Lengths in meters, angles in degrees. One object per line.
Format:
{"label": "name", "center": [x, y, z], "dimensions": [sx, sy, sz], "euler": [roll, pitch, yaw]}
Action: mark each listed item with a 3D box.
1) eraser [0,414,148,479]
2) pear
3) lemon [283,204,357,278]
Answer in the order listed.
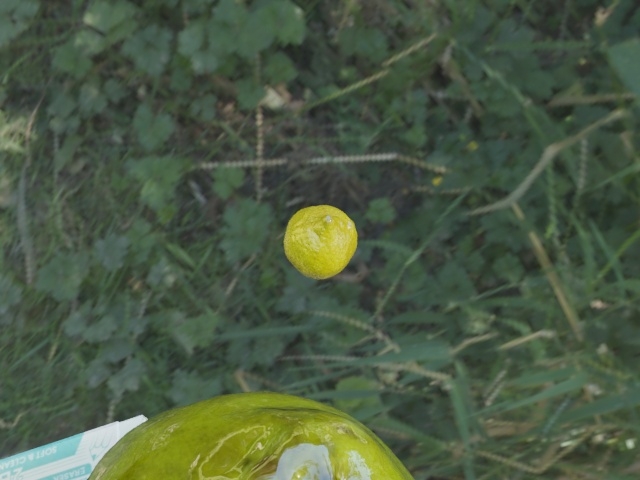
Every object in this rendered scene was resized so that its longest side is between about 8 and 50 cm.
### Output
{"label": "eraser", "center": [-0.308, 0.296, 1.731], "dimensions": [0.225, 0.052, 0.095], "euler": [-19, 50, 12]}
{"label": "pear", "center": [-0.057, 0.303, 1.168], "dimensions": [0.352, 0.413, 0.352], "euler": [16, 51, -21]}
{"label": "lemon", "center": [0.000, 0.000, 1.219], "dimensions": [0.065, 0.092, 0.065], "euler": [3, 71, -8]}
